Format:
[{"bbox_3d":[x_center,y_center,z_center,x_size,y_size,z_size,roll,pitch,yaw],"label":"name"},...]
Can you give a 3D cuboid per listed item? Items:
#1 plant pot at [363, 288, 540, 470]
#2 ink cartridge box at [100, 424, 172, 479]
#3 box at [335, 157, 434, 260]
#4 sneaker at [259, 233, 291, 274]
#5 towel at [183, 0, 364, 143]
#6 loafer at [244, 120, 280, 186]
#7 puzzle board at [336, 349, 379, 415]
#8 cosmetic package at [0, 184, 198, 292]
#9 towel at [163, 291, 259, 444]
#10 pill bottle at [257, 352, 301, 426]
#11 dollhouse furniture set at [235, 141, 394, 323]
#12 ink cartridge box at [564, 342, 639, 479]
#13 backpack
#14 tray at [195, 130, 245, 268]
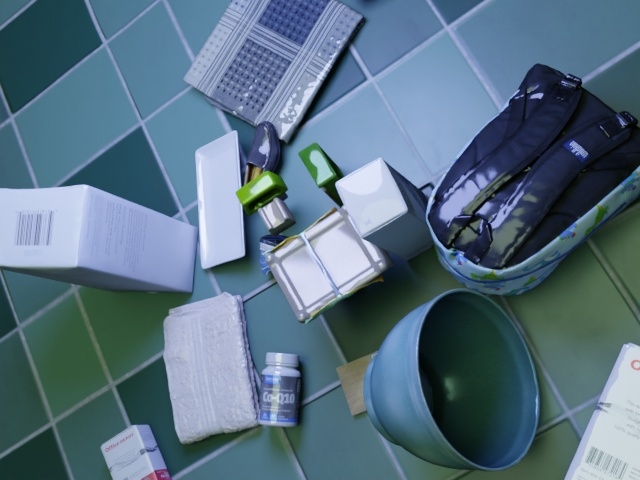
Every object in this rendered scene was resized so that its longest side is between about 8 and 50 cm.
[{"bbox_3d":[0.197,0.247,1.360,0.196,0.293,0.292,-26,68,45],"label":"plant pot"},{"bbox_3d":[-0.380,0.462,1.670,0.099,0.056,0.135,-33,69,14],"label":"ink cartridge box"},{"bbox_3d":[0.131,-0.048,1.425,0.094,0.275,0.113,-30,73,15],"label":"box"},{"bbox_3d":[-0.026,0.051,1.597,0.211,0.080,0.081,18,109,26],"label":"sneaker"},{"bbox_3d":[-0.104,-0.402,1.733,0.312,0.056,0.324,34,92,22],"label":"towel"},{"bbox_3d":[-0.123,-0.160,1.656,0.062,0.061,0.169,7,97,33],"label":"loafer"},{"bbox_3d":[0.101,0.263,1.525,0.128,0.011,0.096,-25,69,17],"label":"puzzle board"},{"bbox_3d":[-0.433,0.010,1.603,0.217,0.385,0.156,0,81,21],"label":"cosmetic package"},{"bbox_3d":[-0.225,0.257,1.648,0.187,0.049,0.282,-18,73,20],"label":"towel"},{"bbox_3d":[-0.078,0.287,1.561,0.078,0.078,0.137,0,80,24],"label":"pill bottle"},{"bbox_3d":[0.000,0.000,1.527,0.198,0.151,0.301,-33,67,7],"label":"dollhouse furniture set"},{"bbox_3d":[0.523,0.324,1.269,0.199,0.115,0.272,24,90,25],"label":"ink cartridge box"},{"bbox_3d":[0.345,-0.070,1.365,0.290,0.273,0.355,40,71,22],"label":"backpack"},{"bbox_3d":[-0.204,-0.082,1.698,0.145,0.030,0.270,-17,72,42],"label":"tray"}]
